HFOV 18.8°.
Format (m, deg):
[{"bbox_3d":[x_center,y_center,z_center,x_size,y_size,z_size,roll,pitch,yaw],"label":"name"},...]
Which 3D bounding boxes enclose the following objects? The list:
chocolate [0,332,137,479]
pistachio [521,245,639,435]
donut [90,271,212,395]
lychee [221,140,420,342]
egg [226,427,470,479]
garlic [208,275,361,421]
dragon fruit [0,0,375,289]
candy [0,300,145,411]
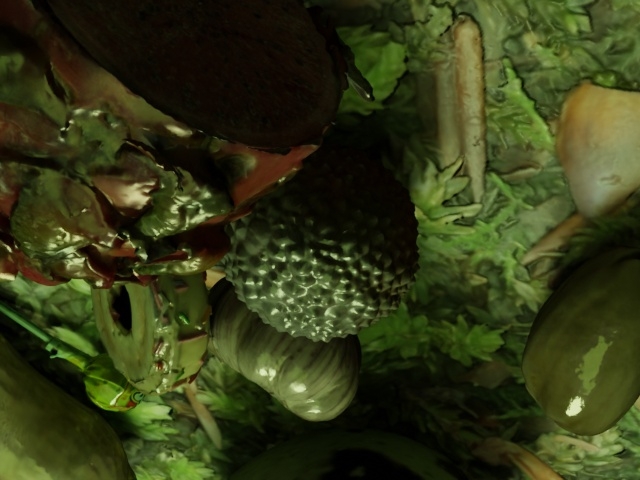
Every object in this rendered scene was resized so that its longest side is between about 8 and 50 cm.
[{"bbox_3d":[-0.298,0.174,1.829,0.309,0.134,0.134,43,131,-21],"label":"chocolate"},{"bbox_3d":[0.230,0.083,1.588,0.126,0.108,0.185,1,131,-16],"label":"pistachio"},{"bbox_3d":[-0.142,0.048,1.642,0.068,0.174,0.174,-12,143,-26],"label":"donut"},{"bbox_3d":[0.000,0.000,1.549,0.165,0.197,0.165,0,91,1],"label":"lychee"},{"bbox_3d":[0.010,0.324,1.765,0.287,0.287,0.379,27,149,-10],"label":"egg"},{"bbox_3d":[-0.030,0.082,1.655,0.147,0.102,0.159,34,177,-39],"label":"garlic"},{"bbox_3d":[-0.172,-0.101,1.397,0.314,0.296,0.263,42,125,-2],"label":"dragon fruit"},{"bbox_3d":[-0.245,0.093,1.794,0.194,0.058,0.062,34,166,-3],"label":"candy"}]
